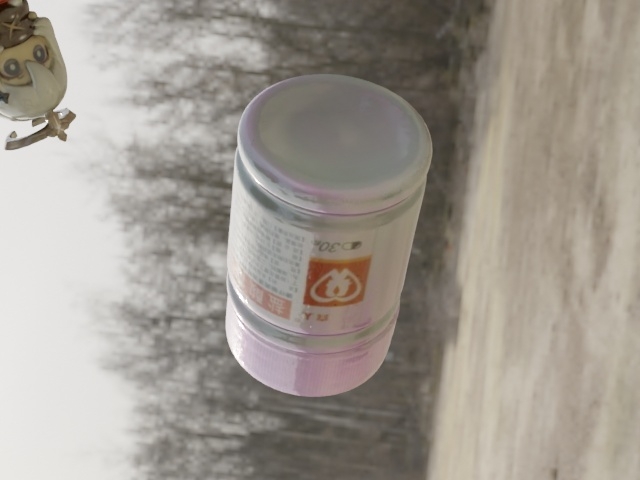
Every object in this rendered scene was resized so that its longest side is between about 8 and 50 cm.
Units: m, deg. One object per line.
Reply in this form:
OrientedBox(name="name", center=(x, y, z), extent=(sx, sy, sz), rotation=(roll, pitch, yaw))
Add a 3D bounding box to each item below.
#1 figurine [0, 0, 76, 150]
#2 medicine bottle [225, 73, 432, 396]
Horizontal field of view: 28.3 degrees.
OrientedBox(name="figurine", center=(-0.259, -0.150, 1.052), extent=(0.132, 0.132, 0.153), rotation=(-74, -35, -67))
OrientedBox(name="medicine bottle", center=(0.000, 0.000, 1.380), extent=(0.202, 0.202, 0.316), rotation=(-80, -2, -46))
